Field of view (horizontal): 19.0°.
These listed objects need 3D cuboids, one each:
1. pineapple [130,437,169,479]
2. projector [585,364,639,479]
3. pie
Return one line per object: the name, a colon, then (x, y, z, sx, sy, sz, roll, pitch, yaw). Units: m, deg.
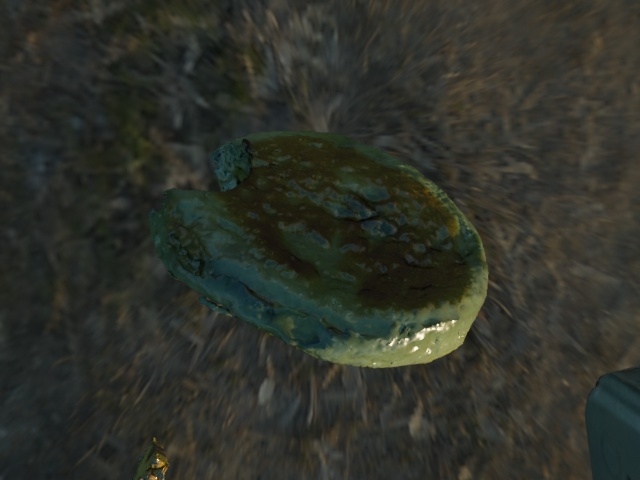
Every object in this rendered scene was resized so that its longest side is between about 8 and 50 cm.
pineapple: (-0.158, 0.212, 1.779, 0.019, 0.083, 0.045, 30, 89, -12)
projector: (0.160, 0.166, 0.493, 0.099, 0.192, 0.257, -12, 105, -12)
pie: (0.007, 0.003, 1.667, 0.302, 0.302, 0.067, 18, 126, -1)
